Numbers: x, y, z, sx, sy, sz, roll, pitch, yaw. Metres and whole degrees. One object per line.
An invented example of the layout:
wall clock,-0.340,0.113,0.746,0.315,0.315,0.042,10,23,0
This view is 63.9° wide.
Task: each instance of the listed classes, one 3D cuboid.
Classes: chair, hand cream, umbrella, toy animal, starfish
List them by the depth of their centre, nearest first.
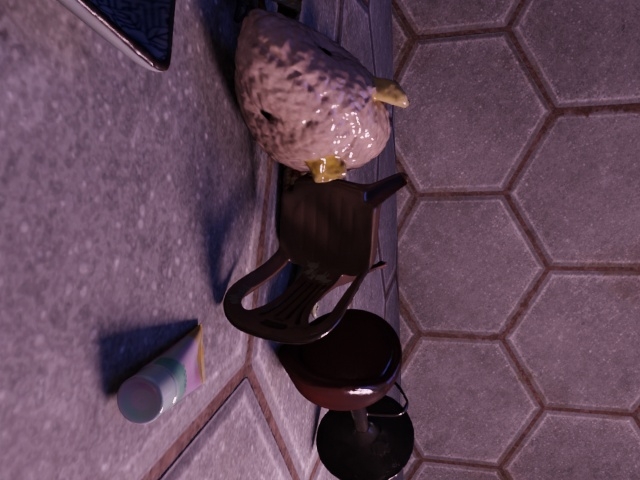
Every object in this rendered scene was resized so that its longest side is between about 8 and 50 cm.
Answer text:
hand cream,-0.157,0.143,0.557,0.174,0.047,0.076,-13,101,-84
umbrella,-0.113,-0.398,0.750,0.044,0.044,0.268,36,41,-41
starfish,-0.061,-0.366,0.756,0.190,0.074,0.146,-105,-156,-74
toy animal,-0.006,-0.192,0.763,0.188,0.226,0.358,-53,175,9
chair,0.000,0.000,0.774,0.326,0.176,0.183,-32,129,-62
chair,0.065,0.302,1.029,0.226,0.227,0.401,-76,159,-44

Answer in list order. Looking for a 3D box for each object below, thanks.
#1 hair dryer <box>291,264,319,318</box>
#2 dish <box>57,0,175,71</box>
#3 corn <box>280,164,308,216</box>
hair dryer,-0.031,0.118,1.047,0.167,0.068,0.199,-46,149,-57
dish,-0.191,-0.244,0.342,0.243,0.080,0.181,29,61,-71
corn,-0.038,-0.089,0.946,0.079,0.080,0.237,43,52,-70
